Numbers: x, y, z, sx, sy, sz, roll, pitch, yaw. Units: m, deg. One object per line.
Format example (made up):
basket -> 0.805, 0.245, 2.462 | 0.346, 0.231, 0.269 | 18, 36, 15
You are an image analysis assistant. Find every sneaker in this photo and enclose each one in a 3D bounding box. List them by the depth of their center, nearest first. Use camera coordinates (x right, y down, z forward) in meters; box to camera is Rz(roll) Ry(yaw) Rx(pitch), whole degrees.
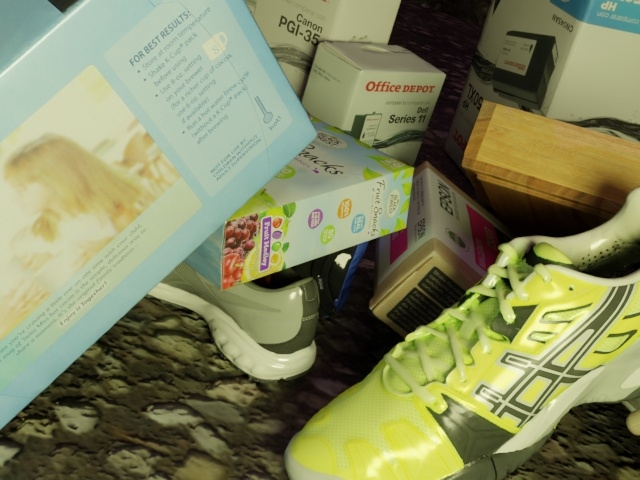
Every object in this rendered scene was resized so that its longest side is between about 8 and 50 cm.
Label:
sneaker -> 0.138, 0.077, 0.717 | 0.385, 0.147, 0.145 | -27, 29, -14
sneaker -> -0.101, 0.019, 0.865 | 0.272, 0.108, 0.100 | 31, 31, 29

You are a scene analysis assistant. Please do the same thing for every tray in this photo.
tray -> 0.287, -0.030, 1.009 | 0.203, 0.076, 0.411 | 19, -5, 19

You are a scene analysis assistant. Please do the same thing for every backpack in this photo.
backpack -> 0.000, 0.000, 0.945 | 0.098, 0.120, 0.101 | 22, 17, 9

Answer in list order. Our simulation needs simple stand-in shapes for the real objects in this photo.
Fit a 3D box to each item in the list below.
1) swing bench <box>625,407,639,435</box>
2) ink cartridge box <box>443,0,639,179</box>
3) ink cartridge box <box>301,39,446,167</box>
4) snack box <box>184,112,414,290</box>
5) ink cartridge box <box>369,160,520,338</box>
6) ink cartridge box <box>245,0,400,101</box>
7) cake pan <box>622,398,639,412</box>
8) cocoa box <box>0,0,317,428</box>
swing bench -> 0.386, 0.173, 0.603 | 0.165, 0.254, 0.253 | 1, 55, -29
ink cartridge box -> 0.347, -0.240, 1.327 | 0.166, 0.394, 0.285 | 6, 28, -17
ink cartridge box -> 0.048, -0.131, 1.134 | 0.153, 0.208, 0.087 | -8, 36, -41
snack box -> -0.051, -0.047, 0.817 | 0.207, 0.070, 0.174 | -18, 36, -38
ink cartridge box -> 0.150, 0.044, 0.919 | 0.193, 0.088, 0.234 | 39, 23, -14
ink cartridge box -> -0.035, -0.242, 1.216 | 0.207, 0.283, 0.117 | 35, 31, 33
cake pan -> 0.352, 0.118, 0.906 | 0.293, 0.054, 0.293 | 31, 23, -15
cocoa box -> -0.222, -0.077, 0.651 | 0.228, 0.347, 0.231 | 40, -11, 37
